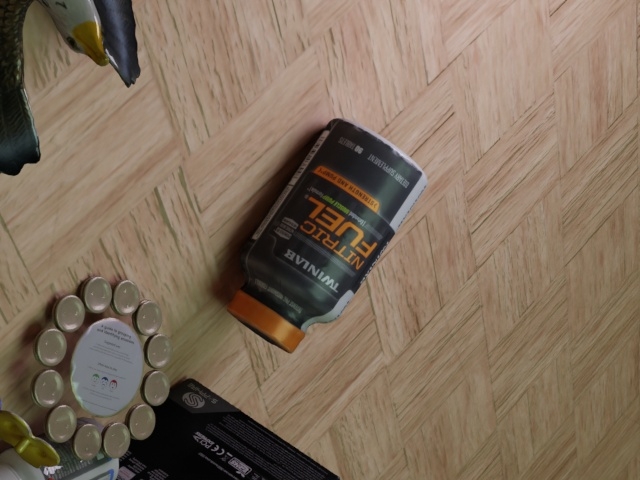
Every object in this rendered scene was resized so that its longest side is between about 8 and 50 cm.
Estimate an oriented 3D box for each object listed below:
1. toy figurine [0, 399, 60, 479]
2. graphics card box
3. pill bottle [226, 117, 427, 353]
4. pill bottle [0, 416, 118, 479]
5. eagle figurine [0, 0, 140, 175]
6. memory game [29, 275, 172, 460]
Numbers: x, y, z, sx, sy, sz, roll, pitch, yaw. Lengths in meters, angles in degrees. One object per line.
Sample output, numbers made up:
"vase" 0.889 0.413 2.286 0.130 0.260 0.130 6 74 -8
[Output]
"toy figurine" -0.377 0.109 1.229 0.362 0.217 0.191 36 101 -16
"graphics card box" -0.182 0.316 1.574 0.371 0.232 0.094 -38 142 -34
"pill bottle" 0.000 0.000 1.675 0.246 0.130 0.130 -56 149 -7
"pill bottle" -0.273 0.232 1.522 0.137 0.078 0.078 -21 132 -46
"eagle figurine" -0.222 -0.204 1.175 0.226 0.225 0.298 6 154 -16
"memory game" -0.213 0.126 1.517 0.186 0.012 0.186 -3 94 -50
